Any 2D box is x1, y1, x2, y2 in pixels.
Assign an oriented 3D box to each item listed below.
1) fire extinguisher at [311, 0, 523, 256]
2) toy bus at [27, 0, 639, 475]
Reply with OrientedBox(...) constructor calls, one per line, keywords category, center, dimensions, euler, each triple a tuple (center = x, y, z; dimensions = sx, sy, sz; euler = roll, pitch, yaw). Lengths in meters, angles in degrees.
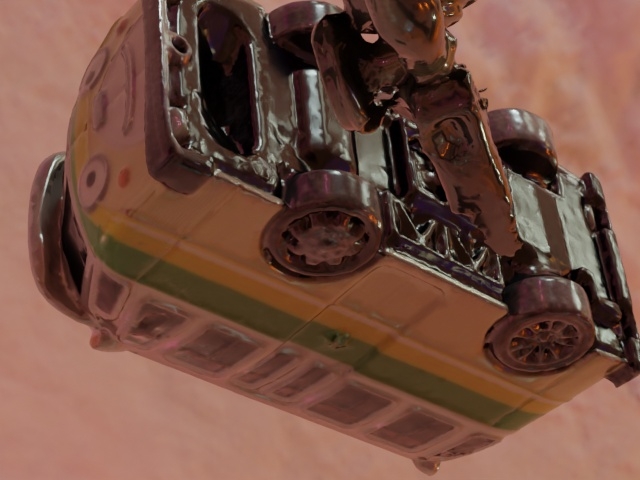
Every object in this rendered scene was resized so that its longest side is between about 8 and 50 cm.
OrientedBox(category="fire extinguisher", center=(-0.008, -0.138, 0.359), dimensions=(0.118, 0.093, 0.294), euler=(9, 65, -78))
OrientedBox(category="toy bus", center=(0.000, 0.000, 0.894), dimensions=(0.305, 0.179, 0.143), euler=(24, 42, -33))
